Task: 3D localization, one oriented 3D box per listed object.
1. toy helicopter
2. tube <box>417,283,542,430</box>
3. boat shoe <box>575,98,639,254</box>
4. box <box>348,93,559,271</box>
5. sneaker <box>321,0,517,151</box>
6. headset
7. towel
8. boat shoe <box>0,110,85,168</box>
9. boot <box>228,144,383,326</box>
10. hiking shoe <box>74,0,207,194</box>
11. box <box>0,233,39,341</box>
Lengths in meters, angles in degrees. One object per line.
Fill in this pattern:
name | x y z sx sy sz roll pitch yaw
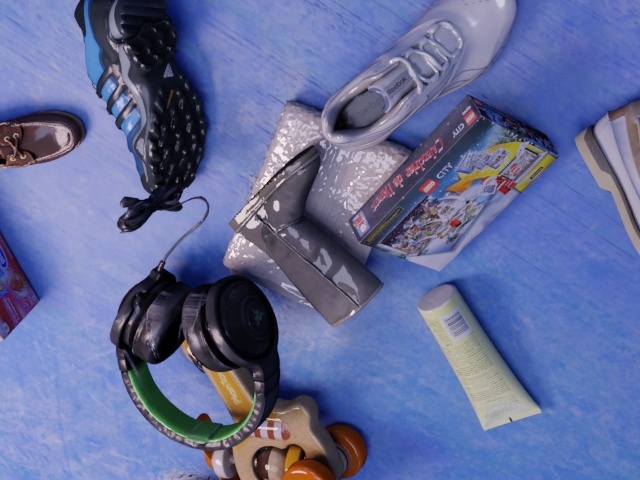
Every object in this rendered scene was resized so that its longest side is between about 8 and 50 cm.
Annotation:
toy helicopter | -0.111 0.270 1.601 0.235 0.140 0.355 -29 95 32
tube | 0.219 0.171 1.500 0.240 0.062 0.070 56 157 -20
boat shoe | 0.418 -0.037 1.251 0.103 0.113 0.302 -40 64 27
box | 0.170 -0.067 1.355 0.159 0.044 0.233 20 125 -39
sneaker | 0.121 -0.205 1.291 0.297 0.129 0.111 -41 93 15
headset | -0.192 0.117 1.450 0.243 0.185 0.394 4 110 25
towel | -0.010 -0.038 1.455 0.187 0.049 0.282 23 117 1
boat shoe | -0.437 -0.134 1.495 0.207 0.073 0.073 -9 111 15
boot | 0.002 -0.002 1.402 0.208 0.076 0.189 45 128 -2
hiking shoe | -0.240 -0.198 1.419 0.132 0.113 0.304 20 130 38
box | -0.548 0.031 1.565 0.122 0.128 0.257 -18 110 20
